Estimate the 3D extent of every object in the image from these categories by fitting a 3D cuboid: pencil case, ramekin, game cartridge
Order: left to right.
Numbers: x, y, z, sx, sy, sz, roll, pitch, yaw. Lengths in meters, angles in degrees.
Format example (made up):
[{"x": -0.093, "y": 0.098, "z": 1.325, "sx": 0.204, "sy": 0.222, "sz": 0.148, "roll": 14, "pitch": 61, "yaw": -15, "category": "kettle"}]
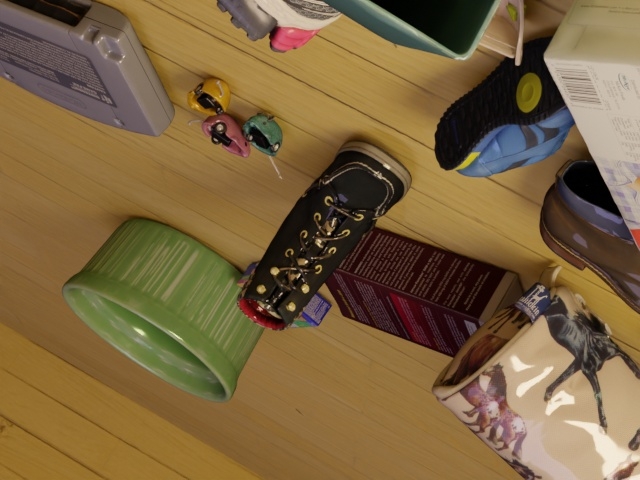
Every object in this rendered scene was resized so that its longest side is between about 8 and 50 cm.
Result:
[{"x": -0.309, "y": -0.222, "z": 1.471, "sx": 0.297, "sy": 0.062, "sz": 0.198, "roll": 24, "pitch": 162, "yaw": 23, "category": "game cartridge"}, {"x": -0.226, "y": 0.101, "z": 1.943, "sx": 0.303, "sy": 0.148, "sz": 0.303, "roll": 29, "pitch": 159, "yaw": 12, "category": "ramekin"}, {"x": 0.315, "y": 0.218, "z": 1.256, "sx": 0.410, "sy": 0.183, "sz": 0.160, "roll": 43, "pitch": 177, "yaw": 3, "category": "pencil case"}]

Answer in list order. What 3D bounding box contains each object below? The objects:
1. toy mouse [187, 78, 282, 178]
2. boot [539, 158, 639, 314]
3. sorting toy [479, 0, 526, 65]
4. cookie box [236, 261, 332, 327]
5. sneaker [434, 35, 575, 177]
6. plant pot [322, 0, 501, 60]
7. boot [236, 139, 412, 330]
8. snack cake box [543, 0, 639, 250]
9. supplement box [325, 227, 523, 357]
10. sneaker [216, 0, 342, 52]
[{"x": -0.084, "y": -0.123, "z": 1.393, "sx": 0.143, "sy": 0.031, "sz": 0.161, "roll": 41, "pitch": 159, "yaw": -20, "category": "toy mouse"}, {"x": 0.283, "y": 0.008, "z": 1.082, "sx": 0.219, "sy": 0.082, "sz": 0.106, "roll": 27, "pitch": 162, "yaw": 20, "category": "boot"}, {"x": 0.123, "y": -0.182, "z": 0.948, "sx": 0.083, "sy": 0.045, "sz": 0.075, "roll": 27, "pitch": 152, "yaw": 18, "category": "sorting toy"}, {"x": -0.051, "y": 0.075, "z": 1.784, "sx": 0.107, "sy": 0.040, "sz": 0.092, "roll": 40, "pitch": 159, "yaw": -17, "category": "cookie box"}, {"x": 0.176, "y": -0.106, "z": 1.029, "sx": 0.082, "sy": 0.069, "sz": 0.209, "roll": 5, "pitch": 161, "yaw": -25, "category": "sneaker"}, {"x": 0.024, "y": -0.222, "z": 0.787, "sx": 0.166, "sy": 0.165, "sz": 0.234, "roll": 28, "pitch": -179, "yaw": -15, "category": "plant pot"}, {"x": 0.001, "y": 0.001, "z": 1.337, "sx": 0.085, "sy": 0.178, "sz": 0.236, "roll": 35, "pitch": 160, "yaw": -7, "category": "boot"}, {"x": 0.281, "y": -0.067, "z": 0.903, "sx": 0.152, "sy": 0.089, "sz": 0.264, "roll": 12, "pitch": 152, "yaw": 39, "category": "snack cake box"}, {"x": 0.118, "y": 0.064, "z": 1.463, "sx": 0.239, "sy": 0.073, "sz": 0.130, "roll": 19, "pitch": 155, "yaw": 31, "category": "supplement box"}, {"x": -0.080, "y": -0.281, "z": 0.944, "sx": 0.299, "sy": 0.121, "sz": 0.112, "roll": 42, "pitch": 129, "yaw": -20, "category": "sneaker"}]
